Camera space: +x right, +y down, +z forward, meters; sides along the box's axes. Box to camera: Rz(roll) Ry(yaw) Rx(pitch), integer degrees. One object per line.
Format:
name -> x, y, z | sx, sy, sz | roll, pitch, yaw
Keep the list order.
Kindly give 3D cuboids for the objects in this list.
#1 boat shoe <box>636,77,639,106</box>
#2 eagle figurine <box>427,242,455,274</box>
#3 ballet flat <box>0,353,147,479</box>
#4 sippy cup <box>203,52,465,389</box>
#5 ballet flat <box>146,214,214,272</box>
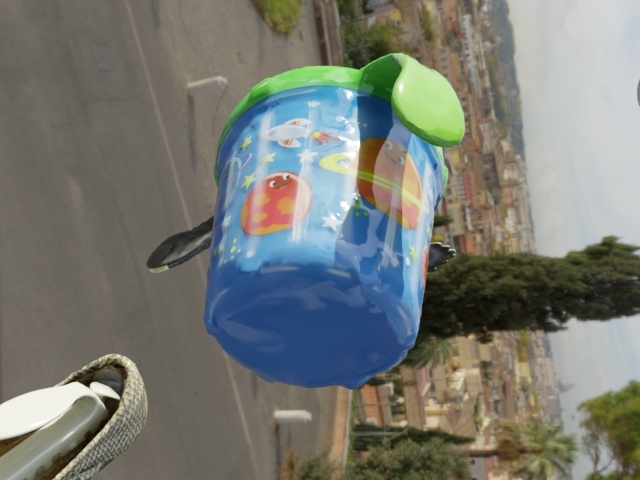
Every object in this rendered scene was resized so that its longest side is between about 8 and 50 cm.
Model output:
boat shoe -> 0.283, -0.158, 0.343 | 0.096, 0.088, 0.267 | 42, -4, 9
eagle figurine -> 0.042, 0.005, 0.899 | 0.225, 0.298, 0.226 | 50, -18, 32
ballet flat -> -0.404, 0.287, 0.615 | 0.483, 0.164, 0.182 | -38, 154, -42
sippy cup -> 0.000, 0.000, 0.494 | 0.224, 0.240, 0.305 | -82, 167, -45
ballet flat -> -0.194, 0.005, 0.865 | 0.173, 0.057, 0.049 | -34, 142, -28
